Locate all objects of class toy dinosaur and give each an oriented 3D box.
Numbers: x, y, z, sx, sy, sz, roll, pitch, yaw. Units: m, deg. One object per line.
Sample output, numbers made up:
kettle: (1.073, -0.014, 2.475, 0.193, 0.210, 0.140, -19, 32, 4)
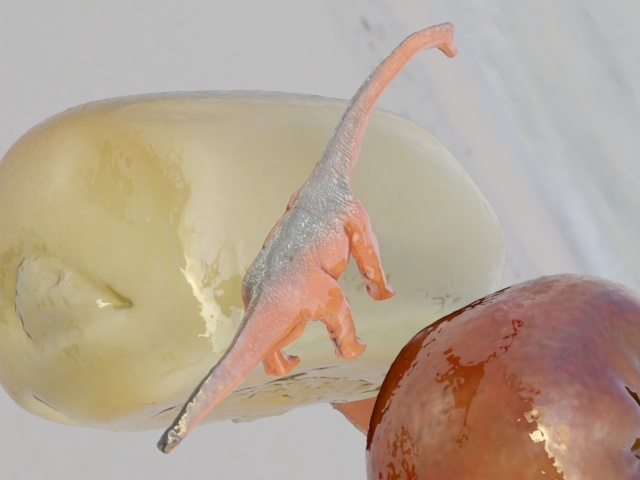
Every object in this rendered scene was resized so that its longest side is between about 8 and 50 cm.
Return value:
toy dinosaur: (0.006, 0.001, 0.894, 0.279, 0.055, 0.101, -57, 145, -34)

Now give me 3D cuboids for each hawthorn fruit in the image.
hawthorn fruit: (0.108, 0.117, 0.963, 0.197, 0.226, 0.196, 10, 76, -45)

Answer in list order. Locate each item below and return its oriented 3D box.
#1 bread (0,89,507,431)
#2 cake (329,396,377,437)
bread: (-0.073, 0.013, 1.380, 0.376, 0.348, 0.252, -5, 79, -36)
cake: (0.089, 0.163, 1.675, 0.287, 0.135, 0.098, 50, -10, 50)
